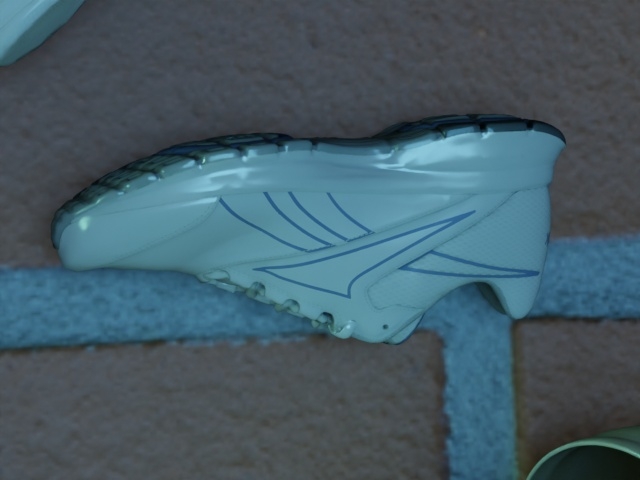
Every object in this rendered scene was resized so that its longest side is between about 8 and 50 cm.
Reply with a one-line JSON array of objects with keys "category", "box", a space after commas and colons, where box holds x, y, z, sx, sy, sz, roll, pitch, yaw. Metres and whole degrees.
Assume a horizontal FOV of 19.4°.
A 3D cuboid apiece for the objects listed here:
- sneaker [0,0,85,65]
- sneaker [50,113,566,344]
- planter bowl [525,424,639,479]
[{"category": "sneaker", "box": [-0.123, -0.194, 0.992, 0.212, 0.080, 0.094, -42, 88, -8]}, {"category": "sneaker", "box": [0.000, 0.000, 1.042, 0.297, 0.111, 0.129, -5, 96, -12]}, {"category": "planter bowl", "box": [0.207, 0.173, 1.073, 0.109, 0.162, 0.162, -21, 95, -39]}]
